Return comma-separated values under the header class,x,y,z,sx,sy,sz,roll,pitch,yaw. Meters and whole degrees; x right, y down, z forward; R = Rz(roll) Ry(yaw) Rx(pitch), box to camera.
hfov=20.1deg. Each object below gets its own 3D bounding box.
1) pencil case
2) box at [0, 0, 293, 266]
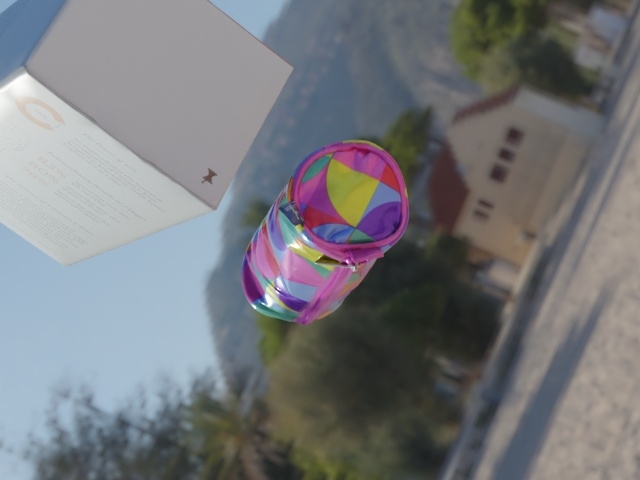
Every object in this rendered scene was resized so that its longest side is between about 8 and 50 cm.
class,x,y,z,sx,sy,sz,roll,pitch,yaw
pencil case,0.000,0.000,1.458,0.104,0.104,0.236,-65,3,-19
box,-0.221,-0.123,1.726,0.345,0.215,0.168,-17,41,58
